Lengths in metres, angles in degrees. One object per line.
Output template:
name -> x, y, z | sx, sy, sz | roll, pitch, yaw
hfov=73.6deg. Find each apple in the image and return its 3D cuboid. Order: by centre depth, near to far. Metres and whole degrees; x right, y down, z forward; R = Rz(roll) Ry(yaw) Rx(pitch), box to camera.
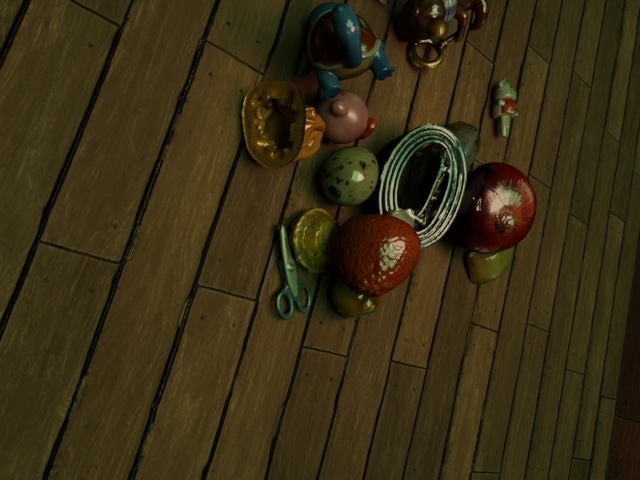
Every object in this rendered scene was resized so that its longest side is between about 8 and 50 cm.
apple -> 0.112, 0.182, 1.366 | 0.147, 0.147, 0.163 | -21, 102, -30
apple -> 0.726, 0.081, 1.772 | 0.265, 0.120, 0.193 | -36, 119, -24

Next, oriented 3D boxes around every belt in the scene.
belt -> 0.315, -0.175, 1.453 | 0.301, 0.173, 0.436 | 21, 81, -12

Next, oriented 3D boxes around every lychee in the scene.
lychee -> 0.165, 0.024, 1.251 | 0.255, 0.255, 0.299 | 22, 65, -30

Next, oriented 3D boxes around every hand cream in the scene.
hand cream -> 0.350, -0.204, 1.584 | 0.087, 0.055, 0.235 | 14, 89, -29

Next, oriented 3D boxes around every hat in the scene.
hat -> -0.080, -0.326, 1.277 | 0.233, 0.244, 0.233 | -1, 123, -62

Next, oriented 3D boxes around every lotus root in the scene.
lotus root -> 0.497, -0.311, 1.619 | 0.158, 0.140, 0.322 | 41, 72, -25

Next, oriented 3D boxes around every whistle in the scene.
whistle -> 0.785, -0.566, 1.824 | 0.102, 0.106, 0.252 | 3, 87, -15

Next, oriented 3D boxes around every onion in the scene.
onion -> 0.635, -0.107, 1.600 | 0.342, 0.341, 0.340 | 1, 89, -32

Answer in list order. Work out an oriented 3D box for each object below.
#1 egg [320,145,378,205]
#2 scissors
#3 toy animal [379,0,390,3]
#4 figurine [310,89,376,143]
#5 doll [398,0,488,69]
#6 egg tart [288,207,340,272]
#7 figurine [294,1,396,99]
egg -> 0.097, -0.210, 1.349 | 0.177, 0.177, 0.228 | 52, 50, -20
scissors -> -0.098, 0.092, 1.298 | 0.138, 0.041, 0.288 | -15, 98, -40
toy animal -> 0.204, -0.974, 1.424 | 0.249, 0.174, 0.288 | -7, 94, -33
figurine -> 0.063, -0.386, 1.333 | 0.173, 0.173, 0.173 | 1, 89, -32
doll -> 0.429, -0.823, 1.548 | 0.340, 0.209, 0.317 | -38, 102, -24
egg tart -> 0.000, 0.000, 1.321 | 0.213, 0.090, 0.212 | -1, 91, -43
figurine -> 0.056, -0.549, 1.236 | 0.298, 0.416, 0.242 | -26, 120, 7
